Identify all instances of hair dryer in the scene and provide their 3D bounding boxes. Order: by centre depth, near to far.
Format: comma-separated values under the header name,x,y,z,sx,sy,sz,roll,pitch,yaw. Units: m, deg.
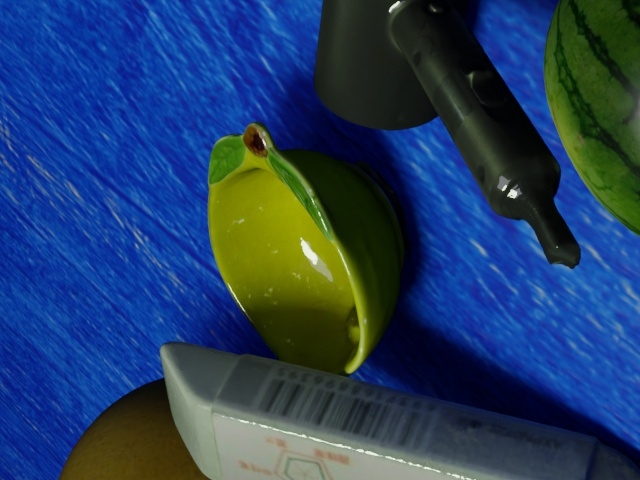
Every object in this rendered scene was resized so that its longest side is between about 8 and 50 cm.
name,x,y,z,sx,sy,sz,roll,pitch,yaw
hair dryer,0.070,-0.095,0.593,0.196,0.078,0.248,97,156,-45

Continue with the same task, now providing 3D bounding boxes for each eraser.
name,x,y,z,sx,sy,sz,roll,pitch,yaw
eraser,0.050,0.142,0.808,0.352,0.061,0.089,12,133,18

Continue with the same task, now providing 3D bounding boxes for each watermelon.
name,x,y,z,sx,sy,sz,roll,pitch,yaw
watermelon,0.174,-0.047,0.507,0.187,0.140,0.141,47,147,1

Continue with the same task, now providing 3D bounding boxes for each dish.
name,x,y,z,sx,sy,sz,roll,pitch,yaw
dish,0.000,0.000,0.833,0.149,0.080,0.208,27,138,39

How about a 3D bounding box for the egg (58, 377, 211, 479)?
name,x,y,z,sx,sy,sz,roll,pitch,yaw
egg,-0.067,0.253,0.966,0.322,0.250,0.250,62,151,21
